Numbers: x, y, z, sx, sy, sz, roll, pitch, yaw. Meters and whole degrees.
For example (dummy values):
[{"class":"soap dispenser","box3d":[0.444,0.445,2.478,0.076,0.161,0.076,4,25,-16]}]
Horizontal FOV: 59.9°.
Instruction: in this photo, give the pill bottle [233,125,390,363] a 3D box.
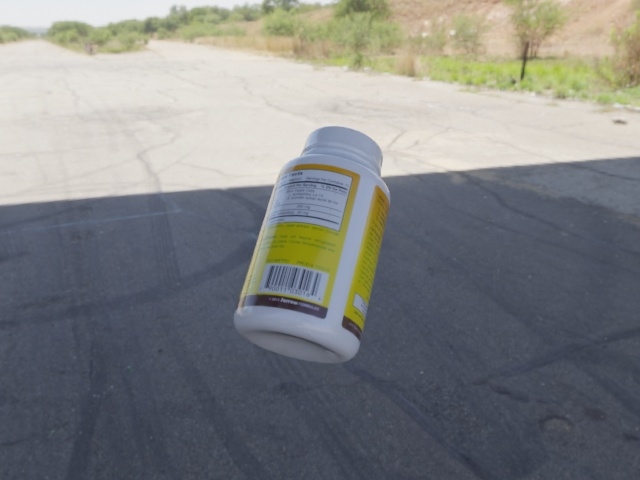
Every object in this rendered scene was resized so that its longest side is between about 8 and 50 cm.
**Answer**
[{"class":"pill bottle","box3d":[0.000,0.000,0.535,0.117,0.117,0.215,6,65,20]}]
